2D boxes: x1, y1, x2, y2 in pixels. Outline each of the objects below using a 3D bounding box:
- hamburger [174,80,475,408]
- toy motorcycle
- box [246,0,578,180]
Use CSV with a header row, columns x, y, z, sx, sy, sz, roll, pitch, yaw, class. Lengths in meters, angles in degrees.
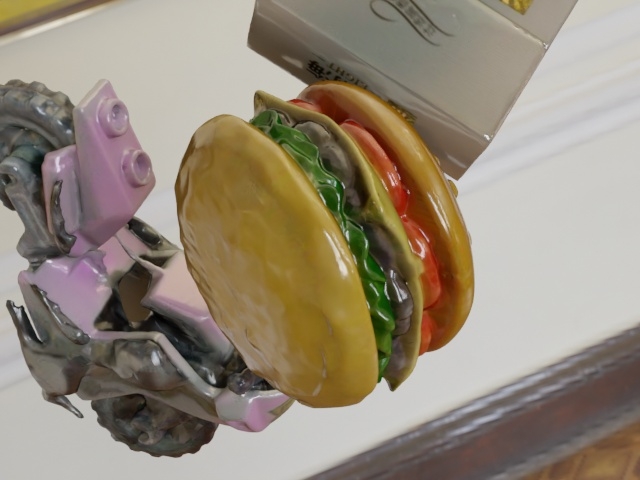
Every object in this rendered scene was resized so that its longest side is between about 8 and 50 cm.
x,y,z,sx,sy,sz,roll,pitch,yaw,class
0.000,0.000,0.561,0.115,0.162,0.162,-28,17,-23,hamburger
-0.117,0.030,0.800,0.188,0.327,0.143,-3,35,24,toy motorcycle
0.084,-0.174,0.679,0.243,0.155,0.067,-58,-2,-22,box
